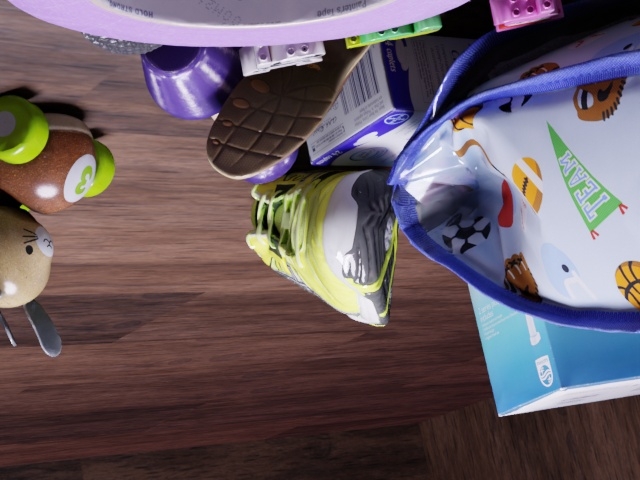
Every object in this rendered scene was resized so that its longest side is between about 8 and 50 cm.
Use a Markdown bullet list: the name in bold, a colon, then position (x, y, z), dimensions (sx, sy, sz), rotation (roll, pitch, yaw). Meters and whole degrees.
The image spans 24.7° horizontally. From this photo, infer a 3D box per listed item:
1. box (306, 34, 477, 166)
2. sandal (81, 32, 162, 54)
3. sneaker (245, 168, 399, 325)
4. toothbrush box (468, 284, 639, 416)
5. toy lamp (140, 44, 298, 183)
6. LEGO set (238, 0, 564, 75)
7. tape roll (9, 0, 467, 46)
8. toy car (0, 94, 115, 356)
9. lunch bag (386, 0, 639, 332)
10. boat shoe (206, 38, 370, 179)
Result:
- **box**: position (0.072, -0.117, 1.252), dimensions (0.137, 0.072, 0.126), rotation (-2, 163, -36)
- **sandal**: position (-0.147, -0.177, 0.936), dimensions (0.067, 0.040, 0.179), rotation (-22, 149, 16)
- **sneaker**: position (0.000, 0.000, 1.391), dimensions (0.147, 0.145, 0.385), rotation (9, 177, -1)
- **toothbrush box**: position (0.256, 0.003, 1.411), dimensions (0.216, 0.295, 0.126), rotation (-6, 166, -25)
- **toy lamp**: position (-0.078, -0.112, 1.149), dimensions (0.080, 0.080, 0.275), rotation (-14, 168, 7)
- **LEGO set**: position (0.052, -0.175, 0.976), dimensions (0.227, 0.087, 0.093), rotation (-11, -179, -2)
- **tape roll**: position (-0.038, -0.182, 0.786), dimensions (0.274, 0.090, 0.275), rotation (-3, 172, 0)
- **toy car**: position (-0.246, -0.001, 1.202), dimensions (0.149, 0.188, 0.155), rotation (-15, 165, 14)
- **lunch bag**: position (0.275, -0.080, 1.109), dimensions (0.328, 0.239, 0.385), rotation (-20, -172, -28)
- **boat shoe**: position (-0.016, -0.111, 1.072), dimensions (0.178, 0.064, 0.060), rotation (-52, 175, -12)
